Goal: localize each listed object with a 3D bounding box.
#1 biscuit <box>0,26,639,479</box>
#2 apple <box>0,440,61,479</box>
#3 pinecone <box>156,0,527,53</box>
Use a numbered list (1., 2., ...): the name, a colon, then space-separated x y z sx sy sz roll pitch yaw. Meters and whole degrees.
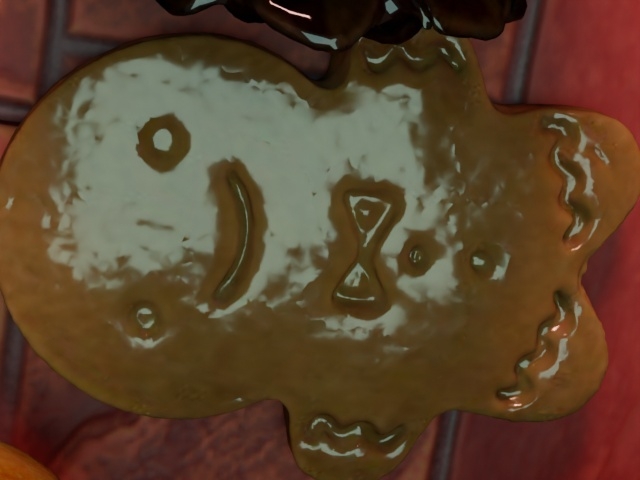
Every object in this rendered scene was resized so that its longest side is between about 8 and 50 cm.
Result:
1. biscuit: 0.000 0.001 0.783 0.355 0.052 0.275 9 101 -13
2. apple: -0.210 0.186 0.718 0.196 0.196 0.195 -2 103 -9
3. pinecone: 0.027 -0.238 0.634 0.298 0.242 0.295 6 106 -15
